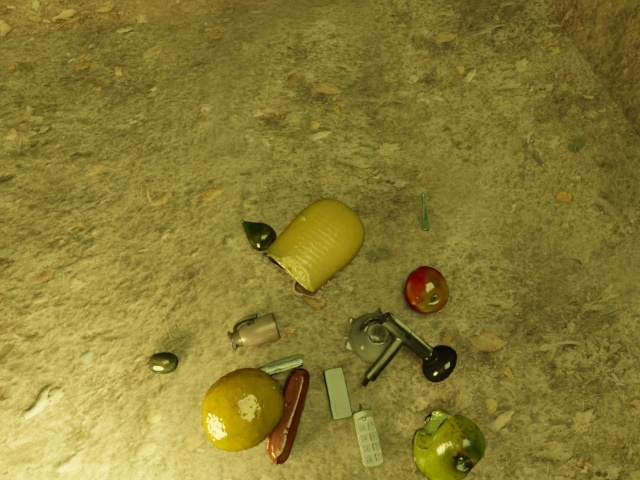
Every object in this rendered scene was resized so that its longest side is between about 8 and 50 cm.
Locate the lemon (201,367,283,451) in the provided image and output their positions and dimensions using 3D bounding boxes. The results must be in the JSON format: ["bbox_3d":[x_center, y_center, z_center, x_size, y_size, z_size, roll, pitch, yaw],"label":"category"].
[{"bbox_3d":[-0.260,0.571,1.393,0.310,0.258,0.258,-33,74,4],"label":"lemon"}]

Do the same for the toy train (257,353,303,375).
[{"bbox_3d":[-0.192,0.490,1.551,0.251,0.055,0.048,-13,70,-12],"label":"toy train"}]

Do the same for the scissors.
[{"bbox_3d":[-0.109,0.138,1.723,0.317,0.024,0.160,31,70,6],"label":"scissors"}]

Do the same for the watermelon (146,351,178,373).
[{"bbox_3d":[-0.584,0.453,1.509,0.110,0.078,0.078,2,68,-5],"label":"watermelon"}]

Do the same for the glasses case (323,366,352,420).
[{"bbox_3d":[0.065,0.581,1.552,0.077,0.039,0.184,-9,69,-10],"label":"glasses case"}]

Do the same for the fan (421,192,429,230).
[{"bbox_3d":[0.487,-0.135,1.910,0.038,0.016,0.193,2,68,-4],"label":"fan"}]

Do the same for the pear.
[{"bbox_3d":[0.442,0.726,1.426,0.164,0.255,0.238,41,74,8],"label":"pear"}]

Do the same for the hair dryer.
[{"bbox_3d":[0.312,0.458,1.580,0.320,0.156,0.284,31,109,-8],"label":"hair dryer"}]

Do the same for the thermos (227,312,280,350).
[{"bbox_3d":[-0.265,0.349,1.586,0.193,0.105,0.137,-19,45,-7],"label":"thermos"}]

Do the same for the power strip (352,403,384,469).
[{"bbox_3d":[0.175,0.724,1.512,0.079,0.029,0.227,-9,69,-10],"label":"power strip"}]

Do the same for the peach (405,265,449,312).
[{"bbox_3d":[0.442,0.207,1.712,0.190,0.192,0.190,-1,106,-4],"label":"peach"}]

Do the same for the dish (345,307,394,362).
[{"bbox_3d":[0.214,0.372,1.631,0.236,0.086,0.228,-39,77,-20],"label":"dish"}]

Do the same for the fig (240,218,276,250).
[{"bbox_3d":[-0.271,-0.032,1.735,0.177,0.117,0.117,35,68,22],"label":"fig"}]

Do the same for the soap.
[{"bbox_3d":[-0.001,0.002,1.740,0.306,0.115,0.427,42,66,12],"label":"soap"}]

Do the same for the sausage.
[{"bbox_3d":[-0.116,0.630,1.481,0.102,0.102,0.330,17,67,0],"label":"sausage"}]
